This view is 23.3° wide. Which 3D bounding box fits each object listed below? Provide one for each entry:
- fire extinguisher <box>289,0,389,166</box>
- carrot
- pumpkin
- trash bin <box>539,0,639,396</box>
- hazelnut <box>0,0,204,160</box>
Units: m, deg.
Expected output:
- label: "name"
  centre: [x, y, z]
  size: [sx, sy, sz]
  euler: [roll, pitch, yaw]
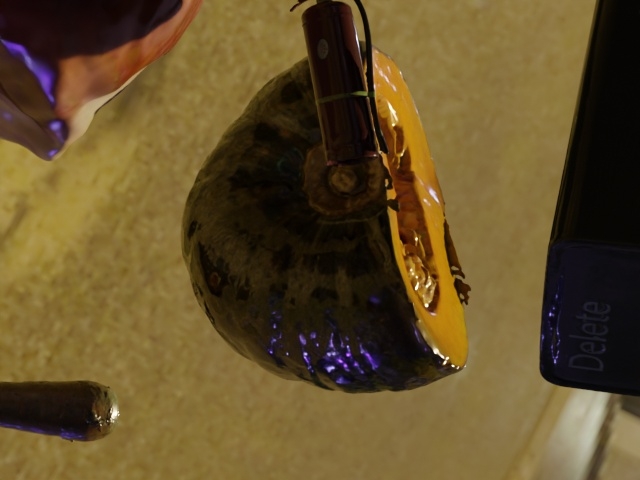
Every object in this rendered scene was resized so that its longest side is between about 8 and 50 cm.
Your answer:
- label: "fire extinguisher"
  centre: [0.011, -0.118, 1.055]
  size: [0.039, 0.056, 0.132]
  euler: [-2, 81, -64]
- label: "carrot"
  centre: [-0.387, 0.194, 1.864]
  size: [0.298, 0.078, 0.078]
  euler: [10, 111, -26]
- label: "pumpkin"
  centre: [0.000, 0.000, 1.394]
  size: [0.242, 0.232, 0.325]
  euler: [43, 34, -48]
- label: "trash bin"
  centre: [0.201, -0.043, 0.940]
  size: [0.165, 0.115, 0.225]
  euler: [80, 18, -56]
- label: "hazelnut"
  centre: [-0.184, -0.173, 0.982]
  size: [0.261, 0.261, 0.241]
  euler: [-31, 106, -59]
